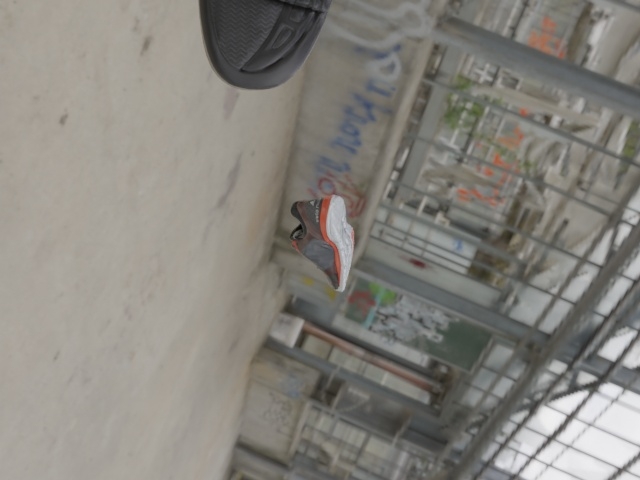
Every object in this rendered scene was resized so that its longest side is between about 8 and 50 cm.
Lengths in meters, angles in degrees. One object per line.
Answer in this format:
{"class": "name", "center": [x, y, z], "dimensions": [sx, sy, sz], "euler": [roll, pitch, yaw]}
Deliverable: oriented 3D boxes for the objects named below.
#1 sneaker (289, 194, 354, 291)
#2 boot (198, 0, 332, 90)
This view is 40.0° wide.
{"class": "sneaker", "center": [0.000, 0.000, 1.000], "dimensions": [0.158, 0.065, 0.061], "euler": [78, 21, -51]}
{"class": "boot", "center": [-0.082, -0.331, 0.957], "dimensions": [0.284, 0.138, 0.377], "euler": [175, -85, -74]}
